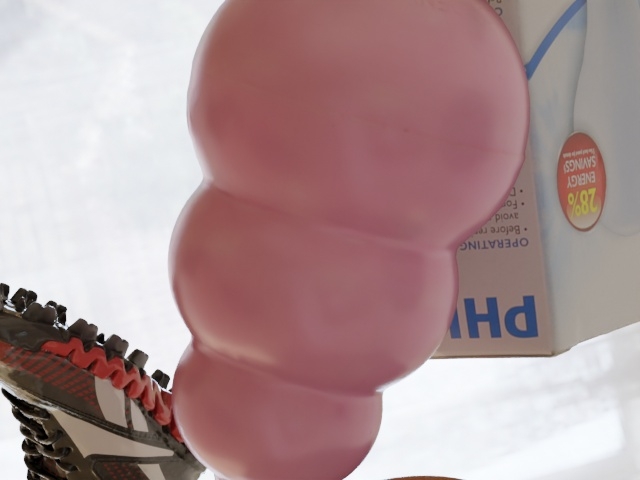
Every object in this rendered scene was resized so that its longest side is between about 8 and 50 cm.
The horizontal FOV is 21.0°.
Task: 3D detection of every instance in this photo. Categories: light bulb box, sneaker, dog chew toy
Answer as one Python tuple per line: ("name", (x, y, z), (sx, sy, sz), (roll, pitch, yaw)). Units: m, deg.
("light bulb box", (0.153, -0.116, 1.295), (0.225, 0.358, 0.361), (-4, -84, 39))
("sneaker", (-0.171, 0.132, 1.239), (0.097, 0.135, 0.276), (26, -12, 41))
("dog chew toy", (0.000, 0.000, 1.038), (0.206, 0.206, 0.332), (-133, -122, -74))

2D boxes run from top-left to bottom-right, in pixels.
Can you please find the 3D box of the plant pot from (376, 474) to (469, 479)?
("plant pot", (0.068, 0.292, 1.112), (0.203, 0.290, 0.291), (-101, -177, -50))
